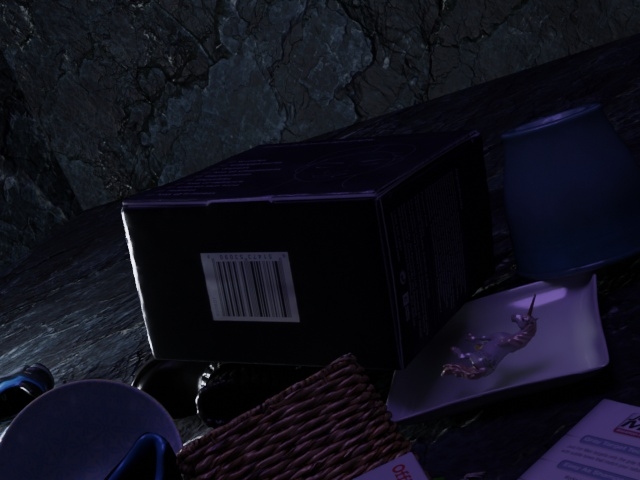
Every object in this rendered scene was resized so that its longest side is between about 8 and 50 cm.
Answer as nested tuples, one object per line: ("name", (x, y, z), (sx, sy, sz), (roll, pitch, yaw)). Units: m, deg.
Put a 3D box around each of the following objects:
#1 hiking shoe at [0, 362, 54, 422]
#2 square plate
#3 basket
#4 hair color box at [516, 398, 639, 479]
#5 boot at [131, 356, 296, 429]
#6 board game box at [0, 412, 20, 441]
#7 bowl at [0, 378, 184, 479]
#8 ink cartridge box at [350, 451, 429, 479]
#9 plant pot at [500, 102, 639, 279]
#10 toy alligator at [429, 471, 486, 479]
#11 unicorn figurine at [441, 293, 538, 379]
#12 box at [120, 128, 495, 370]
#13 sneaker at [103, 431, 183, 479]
("hiking shoe", (-0.762, 0.370, 2.320), (0.304, 0.113, 0.132), (-24, 16, 1))
("square plate", (0.283, 0.173, 1.622), (0.344, 0.049, 0.347), (-18, 18, 18))
("basket", (-0.028, 0.340, 1.456), (0.299, 0.223, 0.213), (-29, -16, -15))
("hair color box", (0.271, 0.324, 1.060), (0.374, 0.114, 0.185), (-34, 20, -29))
("boot", (-0.200, 0.274, 1.823), (0.348, 0.131, 0.260), (-21, 17, 9))
("board game box", (-0.629, 0.405, 2.187), (0.103, 0.026, 0.154), (-18, 17, 17))
("bowl", (-0.359, 0.381, 1.609), (0.289, 0.289, 0.156), (-32, -23, -24))
("ink cartridge box", (0.032, 0.386, 1.190), (0.272, 0.114, 0.197), (-24, 16, -4))
("plant pot", (0.442, -0.097, 1.796), (0.271, 0.255, 0.271), (-18, 7, 2))
("toy alligator", (0.126, 0.338, 1.324), (0.189, 0.051, 0.056), (-6, -10, -5))
("unicorn figurine", (0.259, 0.159, 1.532), (0.111, 0.060, 0.162), (-3, 42, 48))
("box", (0.000, 0.000, 1.785), (0.479, 0.297, 0.472), (-1, 18, 28))
("sneaker", (-0.306, 0.413, 1.400), (0.125, 0.140, 0.341), (20, 51, 11))
